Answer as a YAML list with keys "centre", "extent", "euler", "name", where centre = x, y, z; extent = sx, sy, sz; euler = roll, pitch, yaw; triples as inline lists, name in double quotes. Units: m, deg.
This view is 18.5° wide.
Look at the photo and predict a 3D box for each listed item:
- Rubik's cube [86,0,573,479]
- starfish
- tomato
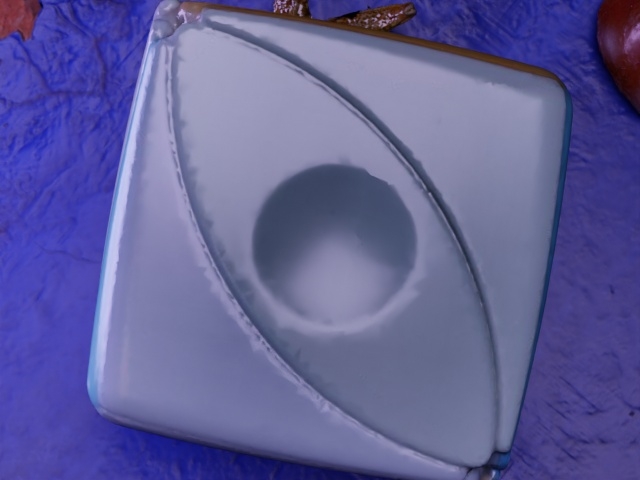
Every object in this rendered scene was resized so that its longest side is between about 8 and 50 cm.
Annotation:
- centre: [0.000, 0.000, 1.639]
  extent: [0.347, 0.352, 0.351]
  euler: [10, 94, -4]
  name: "Rubik's cube"
- centre: [-0.007, -0.196, 1.847]
  extent: [0.190, 0.074, 0.146]
  euler: [-25, 83, -8]
  name: "starfish"
- centre: [0.362, -0.194, 1.859]
  extent: [0.173, 0.099, 0.189]
  euler: [-38, 84, -12]
  name: "tomato"
